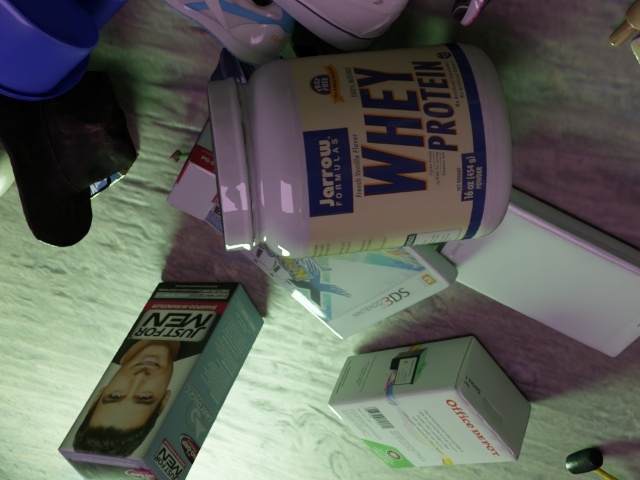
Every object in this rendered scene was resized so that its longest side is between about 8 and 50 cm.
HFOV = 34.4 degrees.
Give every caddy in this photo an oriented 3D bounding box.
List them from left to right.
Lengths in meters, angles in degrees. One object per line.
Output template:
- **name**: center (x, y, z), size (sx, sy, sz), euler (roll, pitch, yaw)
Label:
- **caddy**: center (-0.403, -0.335, 1.279), size (0.179, 0.241, 0.341), euler (-23, 122, 37)

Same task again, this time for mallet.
- **mallet**: center (0.511, 0.426, 1.826), size (0.190, 0.039, 0.062), euler (39, 141, -23)

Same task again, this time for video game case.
- **video game case**: center (0.000, 0.000, 1.574), size (0.329, 0.036, 0.300), euler (42, 143, -11)

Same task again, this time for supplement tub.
- **supplement tub**: center (0.039, -0.102, 1.211), size (0.325, 0.235, 0.235), euler (-7, 140, -6)

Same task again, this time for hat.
- **hat**: center (-0.332, -0.149, 1.442), size (0.134, 0.331, 0.331), euler (-11, 134, 6)

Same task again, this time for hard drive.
- **hard drive**: center (0.331, 0.044, 1.469), size (0.308, 0.040, 0.203), euler (26, 143, -1)

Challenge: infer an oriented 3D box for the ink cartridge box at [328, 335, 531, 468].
- **ink cartridge box**: center (0.188, 0.283, 1.769), size (0.278, 0.117, 0.201), euler (-15, 127, 41)

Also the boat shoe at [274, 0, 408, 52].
- **boat shoe**: center (-0.050, -0.356, 1.136), size (0.367, 0.135, 0.156), euler (33, 142, -14)

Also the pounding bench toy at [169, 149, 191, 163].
- **pounding bench toy**: center (-0.184, -0.117, 1.552), size (0.083, 0.052, 0.065), euler (31, 154, -6)

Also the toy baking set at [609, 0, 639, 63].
- **toy baking set**: center (0.421, -0.210, 1.124), size (0.197, 0.030, 0.256), euler (34, 142, -10)

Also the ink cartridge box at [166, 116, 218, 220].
- **ink cartridge box**: center (-0.149, -0.122, 1.458), size (0.063, 0.150, 0.109), euler (27, 143, -9)

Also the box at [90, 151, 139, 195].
- **box**: center (-0.366, -0.111, 1.672), size (0.059, 0.054, 0.169), euler (42, 139, -20)

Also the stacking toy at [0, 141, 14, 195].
- **stacking toy**: center (-0.656, -0.221, 1.384), size (0.351, 0.351, 0.479), euler (-35, 83, 49)

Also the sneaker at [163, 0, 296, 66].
- **sneaker**: center (-0.122, -0.305, 1.267), size (0.229, 0.087, 0.092), euler (37, 116, 16)

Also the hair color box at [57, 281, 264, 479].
- **hair color box**: center (-0.263, 0.243, 1.767), size (0.185, 0.374, 0.113), euler (-1, 135, 31)

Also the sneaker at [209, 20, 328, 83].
- **sneaker**: center (-0.046, -0.179, 1.373), size (0.163, 0.086, 0.226), euler (-15, 121, 31)

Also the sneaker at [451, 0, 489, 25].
- **sneaker**: center (0.171, -0.321, 1.119), size (0.077, 0.072, 0.178), euler (31, 136, 13)
